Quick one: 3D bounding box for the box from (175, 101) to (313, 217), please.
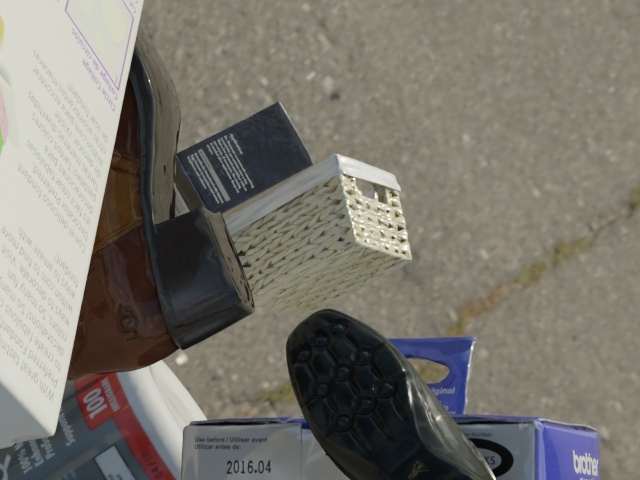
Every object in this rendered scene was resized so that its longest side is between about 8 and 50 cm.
[{"bbox_3d":[-0.117,-0.082,1.800,0.158,0.156,0.093,-29,91,-25],"label":"box"}]

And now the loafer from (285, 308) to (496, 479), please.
[{"bbox_3d":[0.054,0.135,0.886,0.076,0.078,0.223,-38,61,-5],"label":"loafer"}]

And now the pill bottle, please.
[{"bbox_3d":[-0.266,0.273,1.352,0.363,0.210,0.210,-33,88,0],"label":"pill bottle"}]

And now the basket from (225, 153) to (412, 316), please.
[{"bbox_3d":[0.000,0.000,1.522,0.113,0.167,0.103,17,50,-48],"label":"basket"}]

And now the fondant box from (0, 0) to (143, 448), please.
[{"bbox_3d":[-0.176,-0.111,0.585,0.238,0.096,0.330,57,26,-43],"label":"fondant box"}]

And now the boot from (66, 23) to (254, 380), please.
[{"bbox_3d":[-0.212,-0.016,0.902,0.096,0.280,0.264,11,57,-84],"label":"boot"}]

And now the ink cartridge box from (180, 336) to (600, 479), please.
[{"bbox_3d":[0.047,0.258,0.987,0.151,0.270,0.395,20,69,-61],"label":"ink cartridge box"}]
